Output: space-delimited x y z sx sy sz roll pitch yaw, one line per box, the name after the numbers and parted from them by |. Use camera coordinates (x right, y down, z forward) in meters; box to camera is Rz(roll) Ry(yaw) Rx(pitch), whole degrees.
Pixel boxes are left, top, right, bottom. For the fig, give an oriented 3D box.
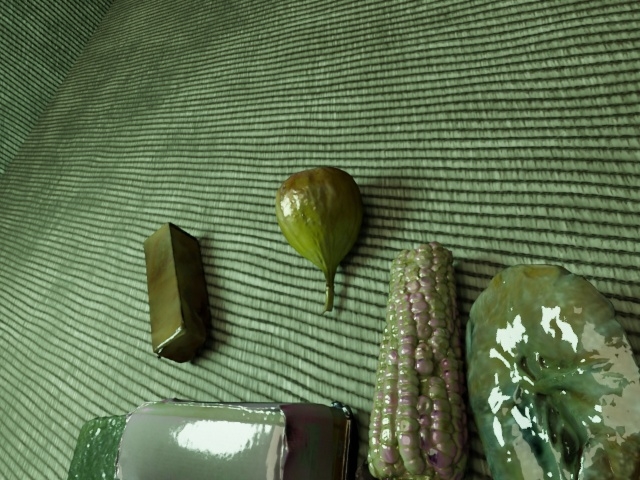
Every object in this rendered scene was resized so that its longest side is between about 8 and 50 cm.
0.000 0.000 0.936 0.159 0.159 0.257 -15 71 32 | fig

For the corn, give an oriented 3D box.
0.134 0.153 0.718 0.126 0.126 0.335 -14 53 32 | corn

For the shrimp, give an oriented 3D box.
0.258 0.222 0.550 0.221 0.109 0.446 -51 37 47 | shrimp

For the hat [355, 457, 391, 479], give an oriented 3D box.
0.089 0.310 0.715 0.087 0.042 0.058 -16 48 -13 | hat

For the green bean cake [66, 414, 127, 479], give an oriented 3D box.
-0.363 0.411 0.964 0.185 0.094 0.184 -19 50 34 | green bean cake

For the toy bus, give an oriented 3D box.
-0.147 0.314 0.811 0.386 0.162 0.171 -11 57 34 | toy bus

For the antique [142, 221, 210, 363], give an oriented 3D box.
-0.297 0.104 1.120 0.087 0.093 0.310 -36 45 15 | antique
